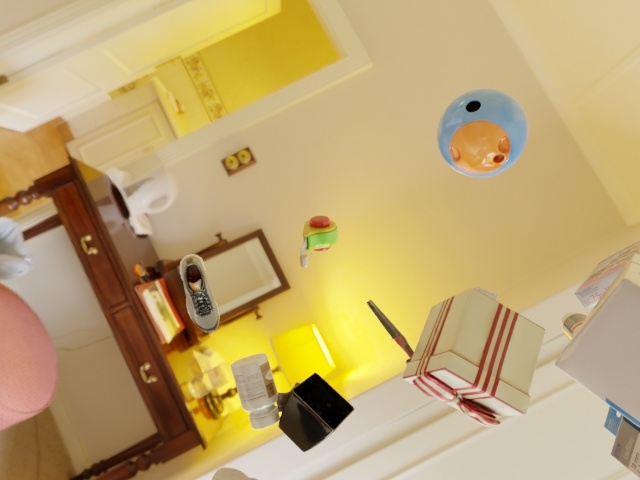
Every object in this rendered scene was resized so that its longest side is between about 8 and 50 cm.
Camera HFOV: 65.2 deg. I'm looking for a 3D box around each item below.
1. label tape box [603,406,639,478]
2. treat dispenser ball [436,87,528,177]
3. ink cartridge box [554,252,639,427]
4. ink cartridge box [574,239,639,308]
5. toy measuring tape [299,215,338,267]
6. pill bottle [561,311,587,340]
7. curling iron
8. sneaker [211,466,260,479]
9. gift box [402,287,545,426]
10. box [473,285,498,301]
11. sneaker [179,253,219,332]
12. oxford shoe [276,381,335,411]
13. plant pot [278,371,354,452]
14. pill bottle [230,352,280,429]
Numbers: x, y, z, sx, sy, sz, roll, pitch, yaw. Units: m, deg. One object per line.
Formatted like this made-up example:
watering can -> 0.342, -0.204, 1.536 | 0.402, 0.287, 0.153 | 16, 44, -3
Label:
label tape box -> 1.064, 0.642, 1.643 | 0.334, 0.106, 0.240 | -137, -135, -60
treat dispenser ball -> 0.530, -0.350, 1.646 | 0.288, 0.288, 0.288 | 63, -2, 5
ink cartridge box -> 0.498, 0.147, 0.754 | 0.171, 0.168, 0.233 | 38, 27, 27
ink cartridge box -> 0.832, 0.072, 1.370 | 0.065, 0.311, 0.186 | 57, -46, 13
toy measuring tape -> 0.000, 0.000, 1.604 | 0.330, 0.121, 0.121 | -85, 151, -68
pill bottle -> 0.938, 0.323, 1.806 | 0.108, 0.108, 0.180 | 64, 13, -5
curling iron -> 0.213, 0.285, 1.423 | 0.274, 0.068, 0.035 | 55, 37, 0
sneaker -> -0.203, 0.854, 1.507 | 0.366, 0.210, 0.137 | 32, 8, -6
gift box -> 0.378, 0.312, 1.266 | 0.255, 0.258, 0.276 | 28, -27, 1
box -> 0.688, 0.264, 2.147 | 0.101, 0.087, 0.102 | 23, -23, 2
sneaker -> -0.408, 0.182, 1.664 | 0.108, 0.100, 0.271 | -162, -124, -77
oxford shoe -> -0.057, 0.563, 1.845 | 0.083, 0.227, 0.096 | 75, 2, -68
plant pot -> -0.030, 0.593, 1.688 | 0.187, 0.167, 0.188 | 39, 18, 17
pill bottle -> -0.216, 0.516, 1.716 | 0.131, 0.131, 0.229 | 159, -85, -88
